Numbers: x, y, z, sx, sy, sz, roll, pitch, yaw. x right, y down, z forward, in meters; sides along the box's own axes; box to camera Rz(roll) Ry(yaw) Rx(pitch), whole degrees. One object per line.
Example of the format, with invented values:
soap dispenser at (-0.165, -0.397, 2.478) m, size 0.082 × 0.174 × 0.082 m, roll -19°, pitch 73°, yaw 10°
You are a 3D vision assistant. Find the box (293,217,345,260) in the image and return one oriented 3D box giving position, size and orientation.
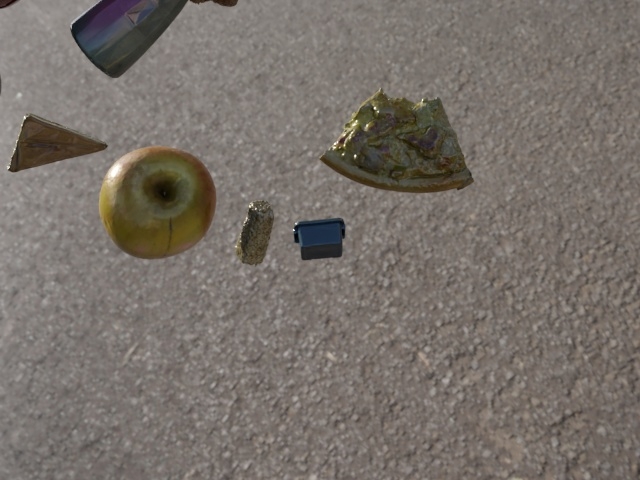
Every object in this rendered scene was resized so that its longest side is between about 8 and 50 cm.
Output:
box at (0.000, 0.000, 1.505) m, size 0.099 × 0.074 × 0.054 m, roll -6°, pitch 57°, yaw -3°

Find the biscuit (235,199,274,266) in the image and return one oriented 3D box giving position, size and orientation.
biscuit at (-0.161, -0.019, 1.959) m, size 0.082 × 0.070 × 0.168 m, roll 55°, pitch 137°, yaw 41°

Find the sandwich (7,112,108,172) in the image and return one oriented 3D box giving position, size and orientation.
sandwich at (-0.513, -0.167, 1.553) m, size 0.113 × 0.163 × 0.079 m, roll -68°, pitch 23°, yaw 6°

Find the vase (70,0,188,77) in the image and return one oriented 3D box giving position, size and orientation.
vase at (-0.200, -0.297, 0.975) m, size 0.214 × 0.086 × 0.086 m, roll -36°, pitch 35°, yaw 10°

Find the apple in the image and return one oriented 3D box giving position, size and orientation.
apple at (-0.391, -0.086, 1.906) m, size 0.286 × 0.286 × 0.233 m, roll -62°, pitch 13°, yaw -26°

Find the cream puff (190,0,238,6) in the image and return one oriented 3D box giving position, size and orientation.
cream puff at (-0.253, -0.600, 1.596) m, size 0.268 × 0.241 × 0.155 m, roll 8°, pitch 17°, yaw 9°

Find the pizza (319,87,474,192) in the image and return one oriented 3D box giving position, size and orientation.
pizza at (0.166, -0.211, 1.641) m, size 0.323 × 0.089 × 0.223 m, roll 10°, pitch 81°, yaw 7°

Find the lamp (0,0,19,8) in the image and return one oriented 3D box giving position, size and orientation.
lamp at (-0.428, -0.386, 0.944) m, size 0.227 × 0.227 × 0.227 m, roll -26°, pitch 38°, yaw 22°
